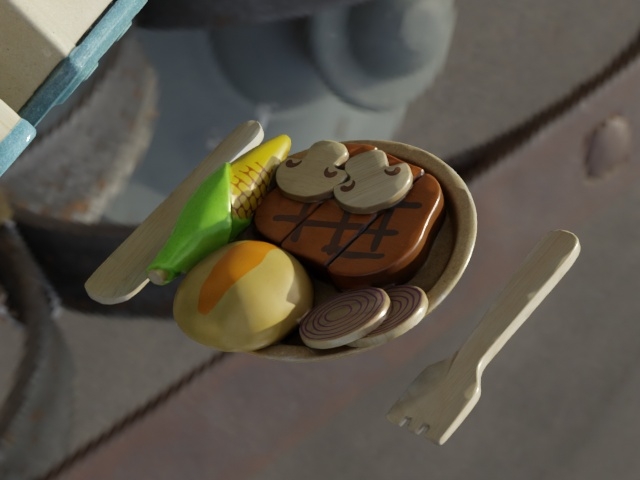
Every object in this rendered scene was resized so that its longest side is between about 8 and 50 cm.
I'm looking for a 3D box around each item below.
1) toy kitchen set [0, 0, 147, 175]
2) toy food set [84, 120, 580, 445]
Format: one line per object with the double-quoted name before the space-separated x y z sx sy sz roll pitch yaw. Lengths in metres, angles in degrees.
"toy kitchen set" -0.157 -0.012 0.822 0.122 0.207 0.166 42 37 -10
"toy food set" 0.000 0.000 0.817 0.132 0.192 0.038 -50 141 -27
